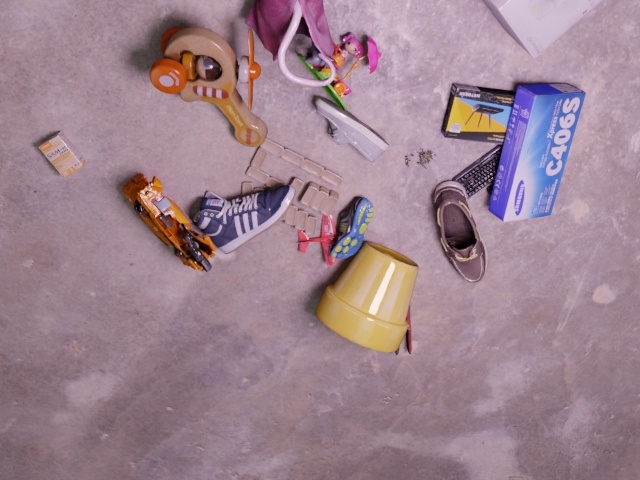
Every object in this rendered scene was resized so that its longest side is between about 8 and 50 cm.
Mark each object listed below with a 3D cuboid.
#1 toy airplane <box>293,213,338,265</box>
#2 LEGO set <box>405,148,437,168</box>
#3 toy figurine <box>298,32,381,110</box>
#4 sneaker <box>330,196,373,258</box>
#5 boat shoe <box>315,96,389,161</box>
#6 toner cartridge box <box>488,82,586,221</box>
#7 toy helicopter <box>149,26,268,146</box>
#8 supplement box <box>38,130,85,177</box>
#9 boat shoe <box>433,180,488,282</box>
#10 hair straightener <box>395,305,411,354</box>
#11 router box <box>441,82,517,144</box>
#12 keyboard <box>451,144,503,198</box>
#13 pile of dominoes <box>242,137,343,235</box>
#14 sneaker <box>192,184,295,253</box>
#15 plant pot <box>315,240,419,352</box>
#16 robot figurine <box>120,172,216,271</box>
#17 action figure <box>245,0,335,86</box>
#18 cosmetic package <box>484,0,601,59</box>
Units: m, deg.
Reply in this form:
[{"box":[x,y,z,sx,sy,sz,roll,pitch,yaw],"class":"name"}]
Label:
[{"box":[0.000,0.000,2.010,0.151,0.028,0.151,-2,104,-7],"class":"toy airplane"},{"box":[0.264,-0.217,1.923,0.083,0.023,0.054,8,117,5],"class":"LEGO set"},{"box":[0.061,-0.427,1.745,0.159,0.130,0.173,-42,92,2],"class":"toy figurine"},{"box":[0.081,-0.033,1.973,0.067,0.078,0.188,16,109,-29],"class":"sneaker"},{"box":[0.067,-0.270,1.834,0.227,0.079,0.081,31,108,-25],"class":"boat shoe"},{"box":[0.552,-0.223,1.888,0.165,0.075,0.348,-8,122,-23],"class":"toner cartridge box"},{"box":[-0.215,-0.355,1.719,0.234,0.140,0.355,-12,139,23],"class":"toy helicopter"},{"box":[-0.639,-0.213,1.818,0.062,0.036,0.098,-29,118,10],"class":"supplement box"},{"box":[0.383,-0.003,2.000,0.116,0.097,0.324,-12,122,16],"class":"boat shoe"},{"box":[0.225,0.241,2.165,0.089,0.047,0.230,-5,120,-4],"class":"hair straightener"},{"box":[0.409,-0.319,1.861,0.178,0.046,0.133,5,119,-9],"class":"router box"},{"box":[0.451,-0.176,1.963,0.180,0.023,0.108,-36,117,15],"class":"keyboard"},{"box":[-0.077,-0.141,1.932,0.251,0.040,0.196,27,117,-11],"class":"pile of dominoes"},{"box":[-0.206,-0.085,1.886,0.282,0.099,0.153,-34,118,27],"class":"sneaker"},{"box":[0.144,0.142,2.001,0.254,0.254,0.239,21,100,-17],"class":"plant pot"},{"box":[-0.375,-0.037,1.870,0.085,0.211,0.291,-46,120,-17],"class":"robot figurine"},{"box":[-0.061,-0.556,1.552,0.248,0.276,0.370,4,137,-8],"class":"action figure"},{"box":[0.489,-0.565,1.628,0.224,0.138,0.224,-40,144,18],"class":"cosmetic package"}]
